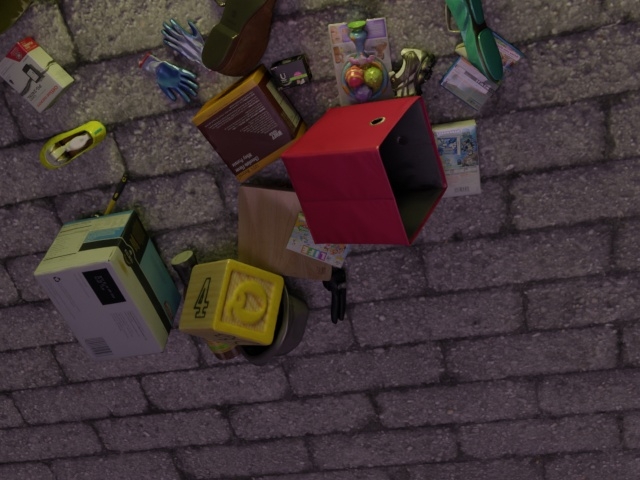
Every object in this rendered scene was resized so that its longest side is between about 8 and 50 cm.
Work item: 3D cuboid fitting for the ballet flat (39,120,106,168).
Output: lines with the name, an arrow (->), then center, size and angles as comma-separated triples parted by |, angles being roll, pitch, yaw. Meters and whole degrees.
ballet flat -> -0.666, -0.244, 1.807 | 0.230, 0.077, 0.077 | -24, 115, 20

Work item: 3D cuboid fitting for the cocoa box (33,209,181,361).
cocoa box -> -0.571, 0.128, 1.899 | 0.231, 0.228, 0.347 | -10, 127, 13

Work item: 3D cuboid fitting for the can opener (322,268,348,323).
can opener -> 0.050, 0.159, 1.960 | 0.059, 0.073, 0.186 | -23, 125, -23

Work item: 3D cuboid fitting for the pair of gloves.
pair of gloves -> -0.344, -0.439, 1.681 | 0.159, 0.023, 0.198 | 35, 119, -13

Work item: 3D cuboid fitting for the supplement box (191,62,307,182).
supplement box -> -0.169, -0.286, 1.682 | 0.191, 0.129, 0.194 | -29, 112, 22

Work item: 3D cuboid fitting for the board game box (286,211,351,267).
board game box -> 0.000, 0.000, 1.779 | 0.154, 0.026, 0.103 | 20, 121, -4

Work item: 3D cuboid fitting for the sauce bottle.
sauce bottle -> -0.328, 0.188, 1.992 | 0.111, 0.111, 0.344 | -17, 115, 17

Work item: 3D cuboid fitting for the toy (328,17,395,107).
toy -> 0.100, -0.395, 1.624 | 0.136, 0.056, 0.237 | -4, 119, 12

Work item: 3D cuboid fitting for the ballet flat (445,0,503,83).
ballet flat -> 0.334, -0.465, 1.534 | 0.087, 0.083, 0.247 | -6, 114, 45

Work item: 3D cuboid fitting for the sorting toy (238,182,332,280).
sorting toy -> -0.085, -0.036, 1.838 | 0.255, 0.089, 0.257 | 7, 121, 4

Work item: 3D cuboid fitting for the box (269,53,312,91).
box -> -0.069, -0.402, 1.646 | 0.083, 0.052, 0.062 | -12, 118, 16

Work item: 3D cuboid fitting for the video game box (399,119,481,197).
video game box -> 0.291, -0.197, 1.717 | 0.205, 0.048, 0.187 | -5, 121, 11

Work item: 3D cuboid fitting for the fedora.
fedora -> -0.121, 0.232, 1.951 | 0.124, 0.244, 0.275 | 15, 118, -36

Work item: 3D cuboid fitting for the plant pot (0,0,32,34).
plant pot -> -0.838, -0.632, 1.525 | 0.293, 0.275, 0.275 | 45, 117, 1

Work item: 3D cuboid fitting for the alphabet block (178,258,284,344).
alphabet block -> -0.240, 0.172, 1.851 | 0.192, 0.194, 0.197 | 20, 162, -36

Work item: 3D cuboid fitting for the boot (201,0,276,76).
boot -> -0.153, -0.516, 1.581 | 0.112, 0.115, 0.305 | 46, 110, 32

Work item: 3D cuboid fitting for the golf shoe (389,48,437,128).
golf shoe -> 0.199, -0.360, 1.629 | 0.093, 0.077, 0.198 | 25, 116, 8

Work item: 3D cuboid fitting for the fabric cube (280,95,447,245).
fabric cube -> 0.109, -0.160, 1.599 | 0.258, 0.254, 0.259 | 1, 126, 35

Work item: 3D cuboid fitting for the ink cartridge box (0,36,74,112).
ink cartridge box -> -0.716, -0.413, 1.724 | 0.109, 0.063, 0.150 | -36, 109, 24

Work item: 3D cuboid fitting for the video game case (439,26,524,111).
video game case -> 0.375, -0.400, 1.606 | 0.119, 0.015, 0.166 | 32, 119, -10

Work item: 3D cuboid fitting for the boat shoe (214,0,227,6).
boat shoe -> -0.248, -0.593, 1.569 | 0.046, 0.038, 0.125 | -19, 116, 18

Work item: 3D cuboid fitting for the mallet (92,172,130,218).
mallet -> -0.565, -0.102, 1.903 | 0.062, 0.039, 0.190 | 36, 114, -14
